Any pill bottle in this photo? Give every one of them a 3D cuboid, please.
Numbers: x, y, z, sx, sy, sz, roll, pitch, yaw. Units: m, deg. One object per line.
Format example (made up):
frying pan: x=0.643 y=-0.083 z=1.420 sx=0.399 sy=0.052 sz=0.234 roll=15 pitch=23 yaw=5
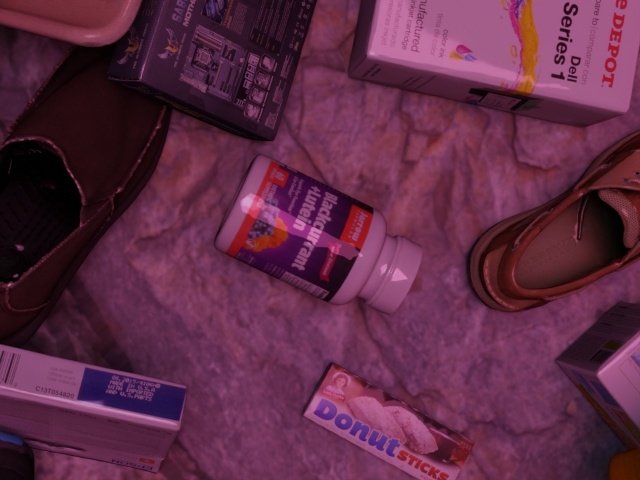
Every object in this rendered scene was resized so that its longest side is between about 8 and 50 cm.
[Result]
pill bottle: x=0.000 y=0.000 z=1.031 sx=0.194 sy=0.108 sz=0.108 roll=25 pitch=86 yaw=-8

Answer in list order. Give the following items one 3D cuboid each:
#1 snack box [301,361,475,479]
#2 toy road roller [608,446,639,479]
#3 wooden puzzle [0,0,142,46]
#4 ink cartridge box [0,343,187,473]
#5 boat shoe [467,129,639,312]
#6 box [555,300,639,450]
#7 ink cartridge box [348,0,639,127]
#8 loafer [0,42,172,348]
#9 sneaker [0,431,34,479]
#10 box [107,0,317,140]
snack box: x=0.072 y=0.199 z=1.082 sx=0.178 sy=0.022 sz=0.064 roll=30 pitch=86 yaw=-7
toy road roller: x=0.420 y=0.255 z=0.936 sx=0.330 sy=0.241 sz=0.202 roll=28 pitch=51 yaw=-34
wooden puzzle: x=-0.220 y=-0.344 z=0.952 sx=0.322 sy=0.080 sz=0.347 roll=20 pitch=81 yaw=35
ink cartridge box: x=-0.243 y=0.156 z=0.949 sx=0.223 sy=0.224 sz=0.045 roll=14 pitch=65 yaw=-9
boat shoe: x=0.311 y=-0.023 z=1.071 sx=0.324 sy=0.120 sz=0.122 roll=-34 pitch=94 yaw=-7
box: x=0.366 y=0.176 z=1.079 sx=0.103 sy=0.114 sz=0.203 roll=-41 pitch=95 yaw=-6
ink cartridge box: x=0.187 y=-0.246 z=1.057 sx=0.278 sy=0.117 sz=0.201 roll=11 pitch=88 yaw=-9
loafer: x=-0.232 y=-0.065 z=0.948 sx=0.134 sy=0.130 sz=0.365 roll=24 pitch=64 yaw=-8
sneaker: x=-0.353 y=0.343 z=0.944 sx=0.125 sy=0.140 sz=0.340 roll=27 pitch=90 yaw=-38
box: x=-0.091 y=-0.234 z=0.997 sx=0.183 sy=0.059 sz=0.232 roll=19 pitch=85 yaw=-48
